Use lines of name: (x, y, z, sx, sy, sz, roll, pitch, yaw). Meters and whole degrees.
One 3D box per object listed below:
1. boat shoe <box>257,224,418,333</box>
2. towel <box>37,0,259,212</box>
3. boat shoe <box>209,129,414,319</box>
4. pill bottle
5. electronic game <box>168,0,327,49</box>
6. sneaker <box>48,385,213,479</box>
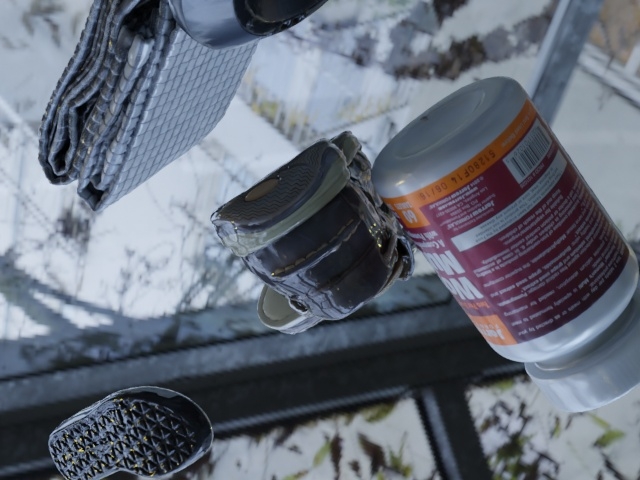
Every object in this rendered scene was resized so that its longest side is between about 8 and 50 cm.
boat shoe: (0.059, 0.004, 1.559, 0.324, 0.097, 0.116, -47, -132, -2)
towel: (-0.177, -0.197, 1.341, 0.121, 0.283, 0.235, 36, -143, 10)
boat shoe: (0.000, 0.000, 0.992, 0.130, 0.132, 0.355, 57, -170, -2)
pill bottle: (0.143, 0.006, 0.860, 0.221, 0.121, 0.121, 53, -143, -16)
electronic game: (-0.002, -0.203, 0.677, 0.048, 0.229, 0.229, 38, -137, 14)
sneaker: (-0.166, 0.168, 1.161, 0.097, 0.235, 0.084, -29, -81, -44)
